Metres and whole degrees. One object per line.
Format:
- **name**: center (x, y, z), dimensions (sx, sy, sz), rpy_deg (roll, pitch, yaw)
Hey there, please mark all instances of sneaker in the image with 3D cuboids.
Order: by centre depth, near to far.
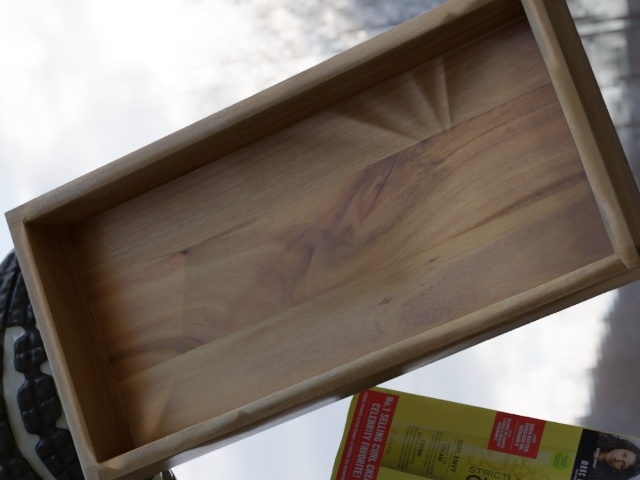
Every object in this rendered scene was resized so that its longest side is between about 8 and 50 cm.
- **sneaker**: center (-0.193, 0.164, 1.572), dimensions (0.182, 0.158, 0.410), rpy_deg (-117, 14, -62)

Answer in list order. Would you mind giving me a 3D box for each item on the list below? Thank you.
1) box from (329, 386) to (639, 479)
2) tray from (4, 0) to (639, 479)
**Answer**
- **box**: center (0.129, 0.167, 1.356), dimensions (0.058, 0.232, 0.087), rpy_deg (55, -131, -62)
- **tray**: center (0.000, 0.000, 1.267), dimensions (0.076, 0.410, 0.203), rpy_deg (9, -120, -66)
